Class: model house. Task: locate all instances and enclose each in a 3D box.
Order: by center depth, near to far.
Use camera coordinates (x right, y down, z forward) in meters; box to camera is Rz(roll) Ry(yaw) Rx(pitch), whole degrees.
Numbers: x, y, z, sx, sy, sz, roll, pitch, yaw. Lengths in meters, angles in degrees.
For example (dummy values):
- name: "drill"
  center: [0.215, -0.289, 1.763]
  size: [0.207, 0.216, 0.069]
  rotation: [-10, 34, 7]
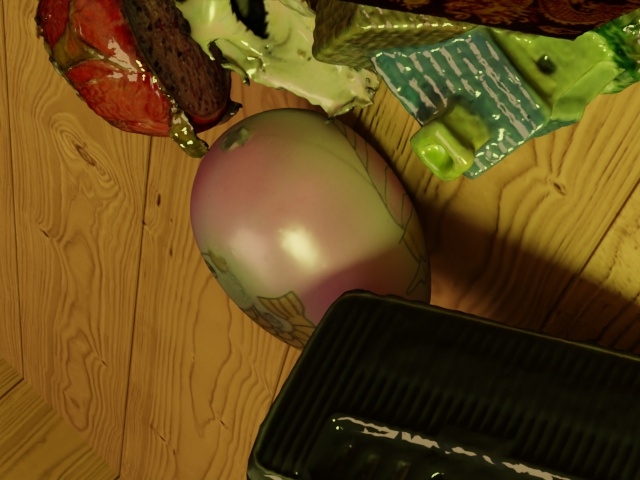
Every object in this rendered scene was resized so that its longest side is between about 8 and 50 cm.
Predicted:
- name: "model house"
  center: [0.114, -0.149, 1.321]
  size: [0.214, 0.189, 0.195]
  rotation: [53, 161, -9]

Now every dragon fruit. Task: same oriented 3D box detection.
- name: "dragon fruit"
  center: [-0.186, -0.178, 1.762]
  size: [0.148, 0.218, 0.224]
  rotation: [-19, 109, 20]

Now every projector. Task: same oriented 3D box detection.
- name: "projector"
  center: [0.177, 0.259, 1.706]
  size: [0.395, 0.242, 0.405]
  rotation: [14, 146, 26]

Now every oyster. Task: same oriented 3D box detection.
- name: "oyster"
  center: [-0.036, -0.186, 1.722]
  size: [0.209, 0.072, 0.133]
  rotation: [18, 140, 18]

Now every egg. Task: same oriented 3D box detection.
- name: "egg"
  center: [0.000, 0.000, 1.799]
  size: [0.271, 0.196, 0.196]
  rotation: [39, 163, -21]

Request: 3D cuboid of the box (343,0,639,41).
- name: "box"
  center: [0.131, -0.225, 0.995]
  size: [0.415, 0.264, 0.116]
  rotation: [156, 116, -62]
